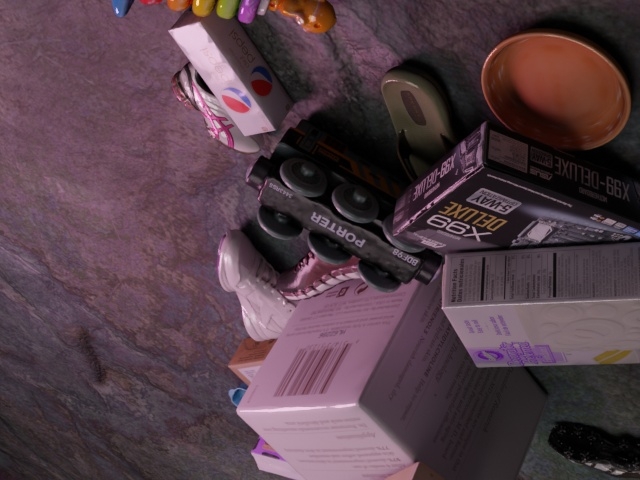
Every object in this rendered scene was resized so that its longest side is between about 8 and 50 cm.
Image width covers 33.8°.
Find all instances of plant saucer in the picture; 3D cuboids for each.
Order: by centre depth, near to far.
[{"bbox_3d":[0.312,-0.202,1.387,0.200,0.037,0.200,20,146,14],"label":"plant saucer"}]

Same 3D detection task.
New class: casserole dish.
[{"bbox_3d":[-0.128,0.393,2.504,0.188,0.037,0.114,30,147,2],"label":"casserole dish"}]

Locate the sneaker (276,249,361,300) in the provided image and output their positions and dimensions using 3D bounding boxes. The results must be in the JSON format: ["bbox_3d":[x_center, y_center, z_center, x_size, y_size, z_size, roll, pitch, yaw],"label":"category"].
[{"bbox_3d":[0.000,0.000,1.850,0.281,0.106,0.162,-21,117,38],"label":"sneaker"}]

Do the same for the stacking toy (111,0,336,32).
[{"bbox_3d":[-0.117,-0.359,1.436,0.302,0.165,0.175,21,137,-6],"label":"stacking toy"}]

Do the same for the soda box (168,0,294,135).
[{"bbox_3d":[-0.134,-0.264,1.622,0.074,0.069,0.216,-4,134,41],"label":"soda box"}]

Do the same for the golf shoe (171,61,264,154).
[{"bbox_3d":[-0.156,-0.213,1.706,0.186,0.067,0.086,43,143,-18],"label":"golf shoe"}]

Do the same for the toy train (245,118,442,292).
[{"bbox_3d":[0.049,-0.056,1.644,0.334,0.190,0.142,28,130,-1],"label":"toy train"}]

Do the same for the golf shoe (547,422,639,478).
[{"bbox_3d":[0.525,0.407,1.983,0.198,0.077,0.094,14,150,32],"label":"golf shoe"}]

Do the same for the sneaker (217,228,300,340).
[{"bbox_3d":[-0.101,0.081,2.037,0.152,0.114,0.305,-2,141,20],"label":"sneaker"}]

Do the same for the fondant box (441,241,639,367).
[{"bbox_3d":[0.368,0.101,1.553,0.331,0.096,0.238,-3,151,21],"label":"fondant box"}]

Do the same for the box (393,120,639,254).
[{"bbox_3d":[0.293,-0.037,1.493,0.308,0.076,0.242,18,150,-20],"label":"box"}]

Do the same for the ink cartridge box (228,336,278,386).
[{"bbox_3d":[-0.052,0.286,2.259,0.235,0.088,0.193,-16,124,46],"label":"ink cartridge box"}]

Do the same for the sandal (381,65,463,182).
[{"bbox_3d":[0.161,-0.122,1.561,0.120,0.086,0.302,-2,135,40],"label":"sandal"}]

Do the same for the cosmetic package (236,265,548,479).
[{"bbox_3d":[0.136,0.296,1.909,0.329,0.327,0.393,-13,127,46],"label":"cosmetic package"}]

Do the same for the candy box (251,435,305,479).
[{"bbox_3d":[-0.018,0.378,2.101,0.165,0.196,0.070,10,140,25],"label":"candy box"}]

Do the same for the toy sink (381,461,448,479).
[{"bbox_3d":[0.141,0.478,1.733,0.153,0.131,0.234,36,140,-8],"label":"toy sink"}]
